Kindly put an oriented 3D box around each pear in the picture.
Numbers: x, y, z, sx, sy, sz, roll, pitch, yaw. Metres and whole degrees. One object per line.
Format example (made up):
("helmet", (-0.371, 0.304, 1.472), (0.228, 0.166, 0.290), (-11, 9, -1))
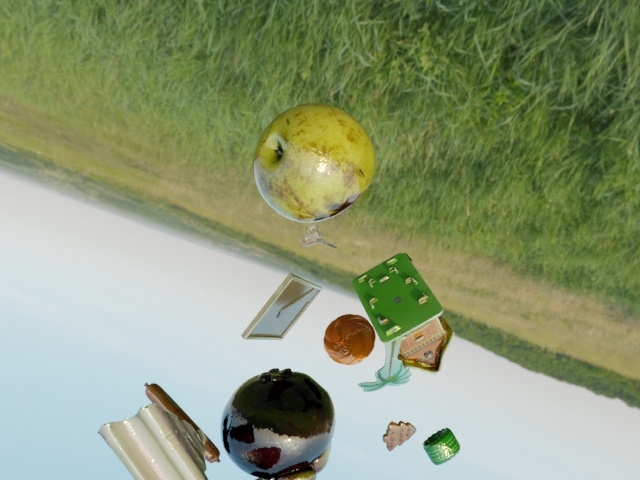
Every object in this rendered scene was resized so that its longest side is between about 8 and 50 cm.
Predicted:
("pear", (-0.009, -0.171, 1.105), (0.283, 0.284, 0.283), (20, 175, 2))

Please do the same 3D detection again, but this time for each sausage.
("sausage", (-0.443, 0.583, 1.563), (0.348, 0.053, 0.053), (45, 176, 4))

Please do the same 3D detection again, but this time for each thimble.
("thimble", (0.454, 0.776, 1.833), (0.090, 0.130, 0.118), (58, -167, 9))

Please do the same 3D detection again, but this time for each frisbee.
("frisbee", (0.101, 0.347, 1.736), (0.191, 0.192, 0.035), (17, 154, 24))

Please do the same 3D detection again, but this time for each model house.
("model house", (0.233, 0.295, 1.567), (0.324, 0.339, 0.300), (57, -176, -36))

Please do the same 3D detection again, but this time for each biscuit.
("biscuit", (0.266, 0.646, 1.627), (0.129, 0.120, 0.019), (-10, -156, -21))

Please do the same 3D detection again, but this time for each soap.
("soap", (-0.446, 0.539, 1.343), (0.303, 0.158, 0.258), (64, 173, -13))

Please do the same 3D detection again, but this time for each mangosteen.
("mangosteen", (-0.132, 0.645, 1.602), (0.381, 0.436, 0.382), (-5, -179, 0))

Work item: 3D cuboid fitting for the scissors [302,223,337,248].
("scissors", (0.000, 0.000, 1.952), (0.188, 0.100, 0.015), (26, 174, 44))

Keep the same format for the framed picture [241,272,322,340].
("framed picture", (-0.111, 0.222, 1.557), (0.020, 0.241, 0.324), (38, -179, 20))
